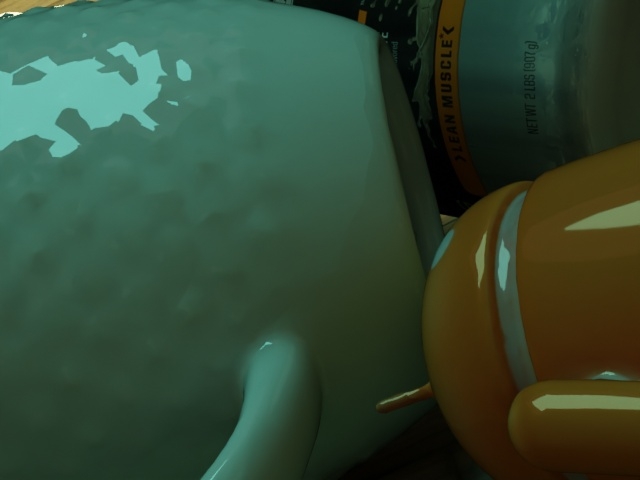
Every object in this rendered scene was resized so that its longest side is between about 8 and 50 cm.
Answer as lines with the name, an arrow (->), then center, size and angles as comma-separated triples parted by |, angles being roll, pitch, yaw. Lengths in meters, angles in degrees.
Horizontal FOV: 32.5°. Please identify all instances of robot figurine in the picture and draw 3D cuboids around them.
robot figurine -> 0.127, 0.024, 0.376 | 0.219, 0.128, 0.158 | -18, 47, 34

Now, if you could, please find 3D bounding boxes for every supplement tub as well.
supplement tub -> 0.077, -0.120, 0.698 | 0.338, 0.207, 0.207 | 12, 38, 44

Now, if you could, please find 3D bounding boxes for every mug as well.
mug -> -0.109, 0.047, 0.498 | 0.328, 0.276, 0.374 | -14, 31, 10
